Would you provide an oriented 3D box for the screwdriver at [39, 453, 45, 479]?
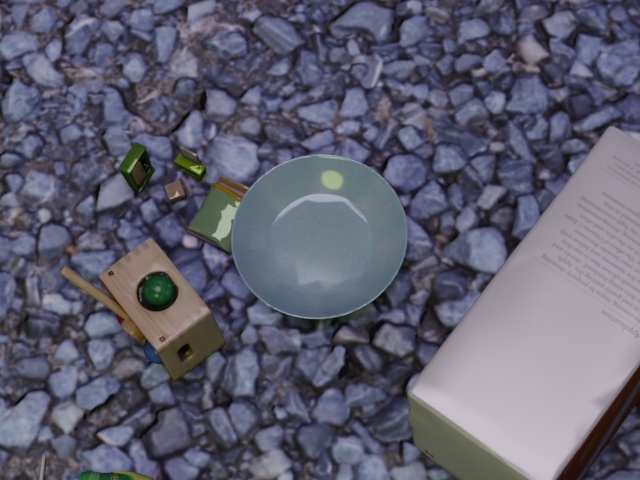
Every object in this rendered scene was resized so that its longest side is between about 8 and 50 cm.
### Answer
[{"bbox_3d":[-0.301,0.304,1.783,0.024,0.025,0.169,0,69,5],"label":"screwdriver"}]

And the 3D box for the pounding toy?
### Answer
[{"bbox_3d":[-0.187,0.070,1.801,0.100,0.141,0.130,-37,70,-9],"label":"pounding toy"}]

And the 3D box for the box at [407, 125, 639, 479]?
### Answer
[{"bbox_3d":[0.256,0.095,1.710,0.168,0.215,0.345,35,76,16],"label":"box"}]

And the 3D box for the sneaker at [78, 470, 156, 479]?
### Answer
[{"bbox_3d":[-0.257,0.368,1.721,0.124,0.109,0.295,16,64,21],"label":"sneaker"}]

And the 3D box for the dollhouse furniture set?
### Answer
[{"bbox_3d":[-0.145,-0.056,1.891,0.152,0.058,0.076,27,74,15],"label":"dollhouse furniture set"}]

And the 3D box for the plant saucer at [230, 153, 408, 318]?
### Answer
[{"bbox_3d":[0.000,0.000,1.867,0.195,0.037,0.194,-2,69,5],"label":"plant saucer"}]
